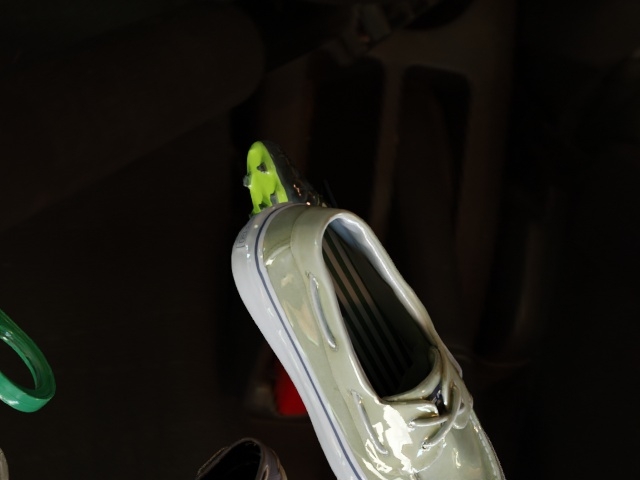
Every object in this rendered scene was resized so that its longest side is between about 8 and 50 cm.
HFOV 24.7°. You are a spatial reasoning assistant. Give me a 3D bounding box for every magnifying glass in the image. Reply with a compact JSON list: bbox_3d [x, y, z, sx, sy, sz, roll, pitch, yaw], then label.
[{"bbox_3d":[-0.316,0.058,1.320,0.026,0.092,0.231,-40,75,15],"label":"magnifying glass"}]

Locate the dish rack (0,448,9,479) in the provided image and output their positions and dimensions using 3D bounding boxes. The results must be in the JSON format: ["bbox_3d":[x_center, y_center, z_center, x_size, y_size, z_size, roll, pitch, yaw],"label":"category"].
[{"bbox_3d":[-0.417,0.326,1.260,0.285,0.072,0.333,-9,65,16],"label":"dish rack"}]

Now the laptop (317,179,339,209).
[{"bbox_3d":[0.061,0.110,1.472,0.136,0.234,0.264,-41,118,12],"label":"laptop"}]

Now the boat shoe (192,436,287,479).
[{"bbox_3d":[-0.177,0.395,1.909,0.132,0.130,0.355,21,57,24],"label":"boat shoe"}]

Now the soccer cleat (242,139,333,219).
[{"bbox_3d":[0.000,0.000,1.130,0.072,0.060,0.179,-26,88,-31],"label":"soccer cleat"}]

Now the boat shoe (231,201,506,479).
[{"bbox_3d":[0.047,0.105,0.998,0.109,0.094,0.302,-44,110,-25],"label":"boat shoe"}]
